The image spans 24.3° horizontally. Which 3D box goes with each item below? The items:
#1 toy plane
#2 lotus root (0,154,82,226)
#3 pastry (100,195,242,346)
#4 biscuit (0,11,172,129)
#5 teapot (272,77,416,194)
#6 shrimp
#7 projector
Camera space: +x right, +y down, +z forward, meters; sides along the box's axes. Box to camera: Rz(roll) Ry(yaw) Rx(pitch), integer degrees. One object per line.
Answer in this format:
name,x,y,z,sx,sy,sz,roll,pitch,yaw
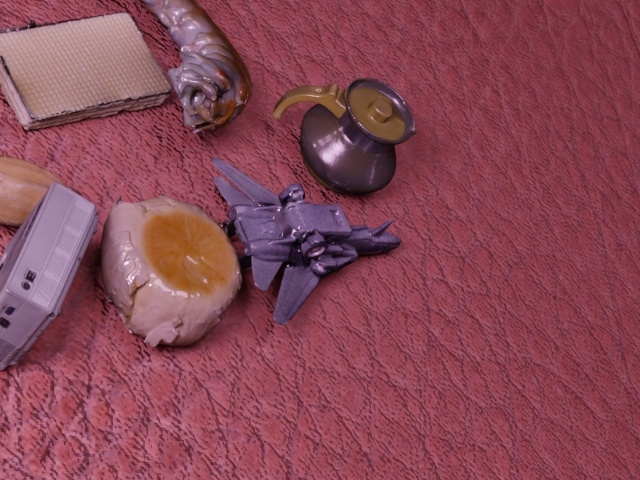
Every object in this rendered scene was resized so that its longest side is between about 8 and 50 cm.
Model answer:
toy plane,0.006,-0.006,1.667,0.267,0.088,0.212,-2,59,-39
lotus root,-0.310,-0.048,1.473,0.150,0.062,0.073,14,42,-29
pastry,-0.154,0.030,1.514,0.165,0.088,0.166,21,45,-23
biscuit,-0.267,-0.188,1.638,0.199,0.040,0.121,-17,72,-44
teapot,0.028,-0.131,1.763,0.165,0.119,0.130,29,43,-15
shrimp,-0.156,-0.239,1.714,0.287,0.068,0.185,61,18,18
projector,-0.270,0.036,1.398,0.061,0.115,0.147,32,43,-16
